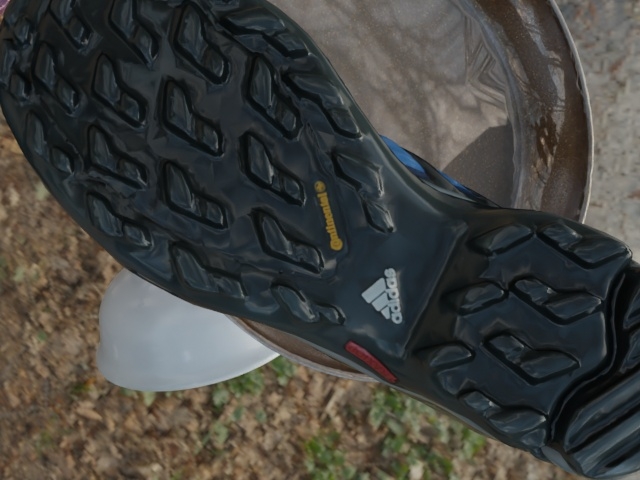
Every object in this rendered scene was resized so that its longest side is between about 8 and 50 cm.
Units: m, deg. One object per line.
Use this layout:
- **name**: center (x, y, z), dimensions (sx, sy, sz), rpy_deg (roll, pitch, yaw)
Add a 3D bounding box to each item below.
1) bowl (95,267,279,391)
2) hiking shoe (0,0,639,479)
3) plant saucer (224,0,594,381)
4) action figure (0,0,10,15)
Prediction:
- **bowl**: center (-0.169, 0.066, 1.419), dimensions (0.298, 0.298, 0.134), rpy_deg (-24, 115, -26)
- **hiking shoe**: center (0.000, 0.000, 0.439), dimensions (0.304, 0.132, 0.113), rpy_deg (35, 81, 5)
- **plant saucer**: center (0.029, -0.071, 0.649), dimensions (0.310, 0.050, 0.311), rpy_deg (3, 82, -25)
- **action figure**: center (-0.242, -0.308, 0.978), dimensions (0.275, 0.248, 0.370), rpy_deg (-33, 108, -66)
